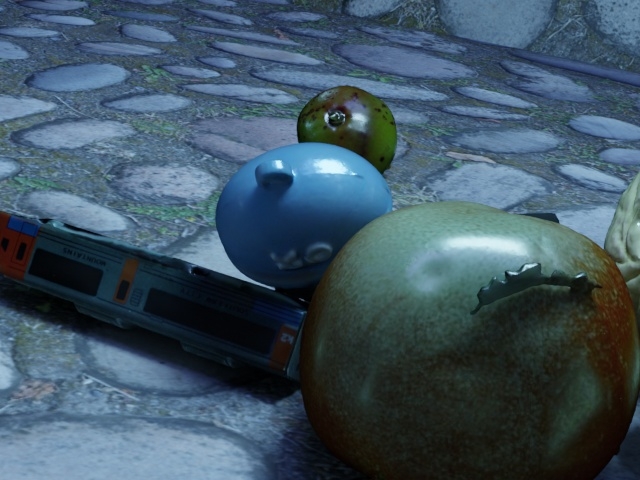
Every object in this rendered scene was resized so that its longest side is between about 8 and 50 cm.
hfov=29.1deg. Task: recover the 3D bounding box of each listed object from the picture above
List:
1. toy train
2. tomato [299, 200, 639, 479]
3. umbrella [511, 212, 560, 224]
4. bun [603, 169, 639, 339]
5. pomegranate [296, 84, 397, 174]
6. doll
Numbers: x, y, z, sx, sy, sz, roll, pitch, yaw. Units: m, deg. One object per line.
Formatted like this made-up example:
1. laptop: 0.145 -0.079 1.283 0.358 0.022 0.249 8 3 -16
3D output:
1. toy train: -0.188 0.053 1.287 0.410 0.089 0.086 16 -4 23
2. tomato: 0.133 0.088 1.087 0.304 0.239 0.303 4 22 -2
3. umbrella: 0.289 -0.023 1.780 0.133 0.031 0.036 -1 20 -22
4. bun: 0.361 -0.002 1.111 0.153 0.244 0.244 38 -2 -37
5. pomegranate: 0.049 -0.151 1.886 0.159 0.159 0.205 20 -5 31
6. doll: 0.000 0.000 1.254 0.177 0.314 0.141 -15 59 13
